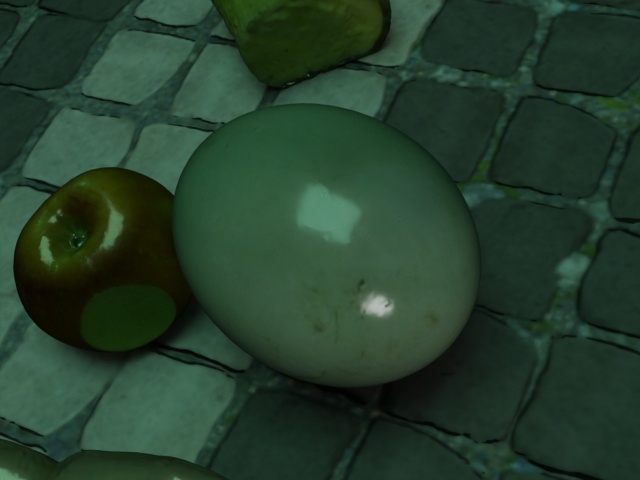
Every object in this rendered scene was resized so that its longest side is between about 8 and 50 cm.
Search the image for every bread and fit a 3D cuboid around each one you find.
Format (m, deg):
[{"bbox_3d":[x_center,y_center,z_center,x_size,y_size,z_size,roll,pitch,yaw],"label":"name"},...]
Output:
[{"bbox_3d":[-0.019,-0.186,0.793,0.129,0.111,0.114,-24,60,5],"label":"bread"}]

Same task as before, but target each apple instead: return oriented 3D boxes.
[{"bbox_3d":[-0.133,0.009,0.686,0.114,0.102,0.099,-23,54,1],"label":"apple"}]

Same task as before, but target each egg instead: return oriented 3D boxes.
[{"bbox_3d":[0.000,0.000,0.622,0.192,0.149,0.149,33,70,32],"label":"egg"}]

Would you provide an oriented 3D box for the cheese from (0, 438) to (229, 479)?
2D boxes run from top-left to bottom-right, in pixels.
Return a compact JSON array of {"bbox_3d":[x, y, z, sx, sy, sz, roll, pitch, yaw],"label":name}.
[{"bbox_3d":[-0.125,0.159,0.543,0.262,0.159,0.093,1,61,18],"label":"cheese"}]
